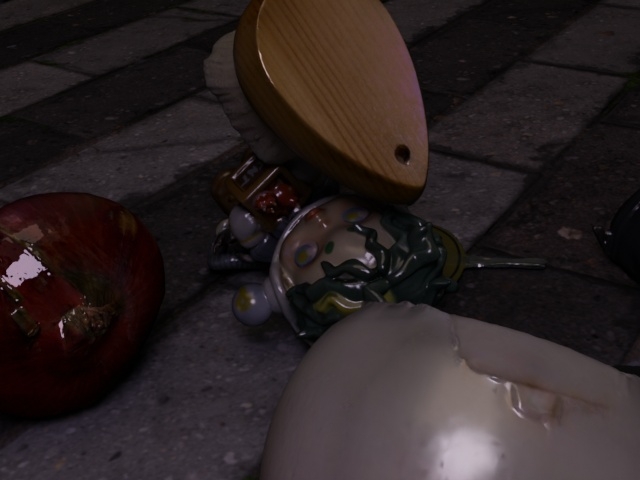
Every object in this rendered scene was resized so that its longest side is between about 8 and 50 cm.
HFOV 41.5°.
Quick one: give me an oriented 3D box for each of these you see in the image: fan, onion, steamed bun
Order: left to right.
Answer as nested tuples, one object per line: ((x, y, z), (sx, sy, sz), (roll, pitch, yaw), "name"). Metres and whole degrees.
((-0.266, 0.070, 0.870), (0.161, 0.248, 0.248), (35, 46, 27), "onion")
((0.127, 0.027, 1.123), (0.335, 0.011, 0.229), (2, 31, 11), "fan")
((0.087, 0.210, 0.585), (0.309, 0.309, 0.309), (-2, 30, 1), "steamed bun")

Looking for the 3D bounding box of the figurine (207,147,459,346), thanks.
((0.002, -0.004, 0.991), (0.261, 0.186, 0.382), (-50, 47, 2), "figurine")

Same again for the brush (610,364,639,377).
((0.371, 0.172, 0.805), (0.197, 0.059, 0.123), (-1, 29, 3), "brush")

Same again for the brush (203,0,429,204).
((0.004, -0.141, 0.899), (0.174, 0.267, 0.166), (-33, 2, -24), "brush")

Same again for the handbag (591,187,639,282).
((0.513, -0.014, 0.994), (0.275, 0.178, 0.302), (-10, 31, -12), "handbag")
